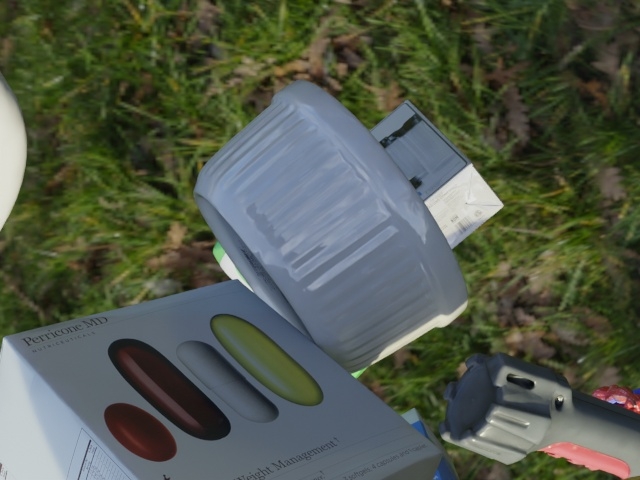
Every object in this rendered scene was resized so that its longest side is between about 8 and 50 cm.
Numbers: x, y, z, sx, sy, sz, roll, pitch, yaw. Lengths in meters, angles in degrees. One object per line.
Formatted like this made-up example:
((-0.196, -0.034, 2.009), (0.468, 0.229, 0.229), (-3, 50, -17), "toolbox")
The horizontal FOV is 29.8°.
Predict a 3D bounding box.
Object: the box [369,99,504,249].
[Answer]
((0.131, -0.082, 1.755), (0.169, 0.290, 0.087), (-40, 117, 6), "box")

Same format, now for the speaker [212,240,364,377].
((-0.024, 0.079, 1.857), (0.296, 0.131, 0.131), (43, 114, 8), "speaker")

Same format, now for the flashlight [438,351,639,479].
((0.245, 0.189, 1.077), (0.103, 0.304, 0.103), (-14, 60, 60), "flashlight")

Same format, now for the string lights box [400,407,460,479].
((0.171, 0.387, 1.811), (0.077, 0.260, 0.133), (-31, 119, 8), "string lights box")

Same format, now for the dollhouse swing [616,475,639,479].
((0.118, 0.261, 0.492), (0.347, 0.305, 0.315), (-11, 112, -2), "dollhouse swing")

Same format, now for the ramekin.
((0.000, 0.000, 0.861), (0.109, 0.207, 0.207), (-37, 74, -9), "ramekin")

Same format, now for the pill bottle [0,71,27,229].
((-0.272, -0.110, 0.499), (0.318, 0.176, 0.176), (50, 116, 26), "pill bottle")

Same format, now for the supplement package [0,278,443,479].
((-0.075, 0.152, 0.753), (0.203, 0.194, 0.149), (37, 123, 32), "supplement package")

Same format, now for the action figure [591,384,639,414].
((0.407, 0.166, 1.318), (0.280, 0.139, 0.091), (-27, 97, -8), "action figure")
